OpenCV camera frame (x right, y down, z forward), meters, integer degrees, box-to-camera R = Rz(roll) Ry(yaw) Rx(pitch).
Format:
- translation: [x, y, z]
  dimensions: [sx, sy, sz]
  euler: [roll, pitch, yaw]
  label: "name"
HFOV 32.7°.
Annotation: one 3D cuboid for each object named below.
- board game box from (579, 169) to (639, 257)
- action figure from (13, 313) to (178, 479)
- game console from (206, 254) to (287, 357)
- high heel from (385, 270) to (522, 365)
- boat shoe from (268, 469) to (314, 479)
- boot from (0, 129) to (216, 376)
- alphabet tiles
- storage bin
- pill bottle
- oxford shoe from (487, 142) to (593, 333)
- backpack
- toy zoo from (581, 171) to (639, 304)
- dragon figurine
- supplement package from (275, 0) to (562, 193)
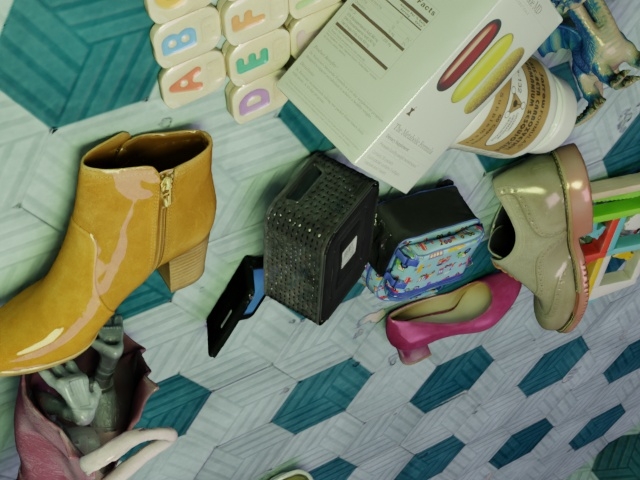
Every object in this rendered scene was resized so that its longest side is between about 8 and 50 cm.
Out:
- translation: [0.534, -0.056, 1.861]
  dimensions: [0.136, 0.030, 0.259]
  euler: [12, 125, -49]
  label: "board game box"
- translation: [-0.290, 0.278, 1.275]
  dimensions: [0.248, 0.276, 0.370]
  euler: [-6, 125, -49]
  label: "action figure"
- translation: [-0.089, 0.083, 1.383]
  dimensions: [0.071, 0.107, 0.122]
  euler: [19, 124, -21]
  label: "game console"
- translation: [0.210, 0.097, 1.712]
  dimensions: [0.244, 0.082, 0.117]
  euler: [-28, 139, -6]
  label: "high heel"
- translation: [-0.154, 0.504, 1.835]
  dimensions: [0.367, 0.136, 0.156]
  euler: [-29, 149, -18]
  label: "boat shoe"
- translation: [-0.238, 0.002, 1.106]
  dimensions: [0.295, 0.104, 0.211]
  euler: [-27, 143, -26]
  label: "boot"
- translation: [-0.034, -0.234, 1.049]
  dimensions: [0.278, 0.021, 0.284]
  euler: [-26, 149, -17]
  label: "alphabet tiles"
- translation: [0.000, 0.000, 1.298]
  dimensions: [0.122, 0.084, 0.180]
  euler: [-50, 160, -32]
  label: "storage bin"
- translation: [0.200, -0.164, 1.271]
  dimensions: [0.229, 0.131, 0.131]
  euler: [5, 131, -49]
  label: "pill bottle"
- translation: [0.324, 0.010, 1.654]
  dimensions: [0.146, 0.140, 0.397]
  euler: [-12, 137, 2]
  label: "oxford shoe"
- translation: [0.120, 0.020, 1.463]
  dimensions: [0.158, 0.117, 0.173]
  euler: [-14, 146, -32]
  label: "backpack"
- translation: [0.474, 0.012, 1.830]
  dimensions: [0.192, 0.030, 0.293]
  euler: [-11, 136, -21]
  label: "toy zoo"
- translation: [0.324, -0.239, 1.336]
  dimensions: [0.085, 0.144, 0.289]
  euler: [-35, 169, -5]
  label: "dragon figurine"
- translation: [0.101, -0.191, 1.103]
  dimensions: [0.244, 0.134, 0.139]
  euler: [-49, 153, 11]
  label: "supplement package"
